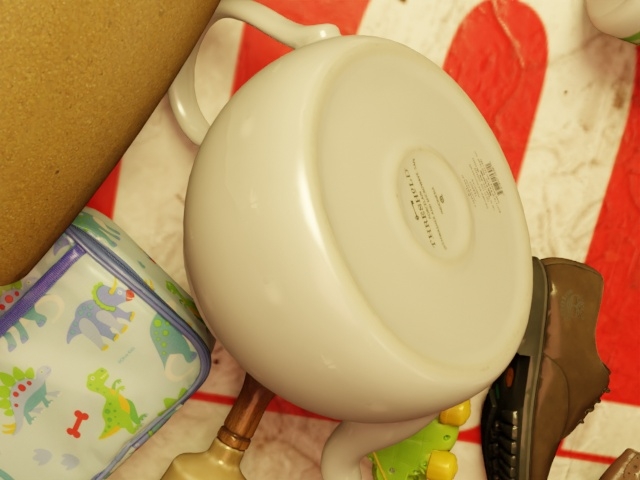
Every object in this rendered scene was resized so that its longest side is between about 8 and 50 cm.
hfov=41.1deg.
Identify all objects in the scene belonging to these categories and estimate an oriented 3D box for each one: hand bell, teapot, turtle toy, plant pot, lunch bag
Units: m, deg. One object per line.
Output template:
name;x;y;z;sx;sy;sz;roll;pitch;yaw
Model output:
hand bell;-0.060;0.141;0.643;0.126;0.126;0.242;27;91;-11
teapot;0.000;0.000;0.554;0.187;0.255;0.253;-20;137;41
turtle toy;0.065;0.146;0.659;0.095;0.066;0.130;14;108;16
plant pot;-0.183;-0.111;0.480;0.237;0.237;0.254;19;103;-9
lunch bag;-0.201;0.093;0.616;0.219;0.090;0.176;-42;100;7

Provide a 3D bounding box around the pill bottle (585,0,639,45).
pill bottle;0.314;-0.165;0.553;0.246;0.136;0.136;16;104;-8

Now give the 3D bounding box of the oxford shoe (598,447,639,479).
oxford shoe;0.371;0.277;0.691;0.364;0.130;0.132;24;87;-18

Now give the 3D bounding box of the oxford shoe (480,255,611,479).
oxford shoe;0.178;0.124;0.655;0.096;0.083;0.227;2;107;-9
